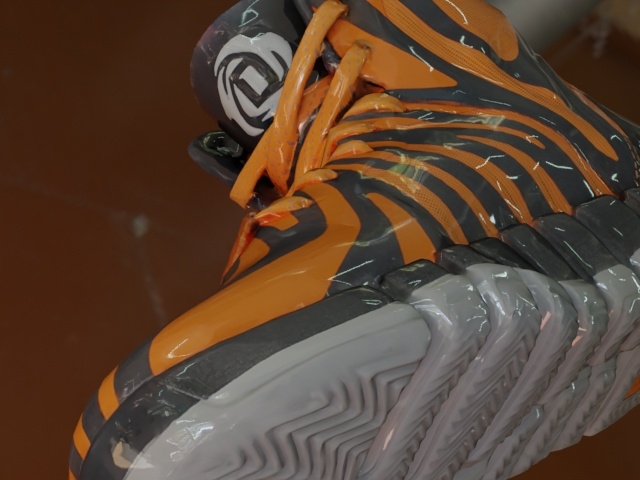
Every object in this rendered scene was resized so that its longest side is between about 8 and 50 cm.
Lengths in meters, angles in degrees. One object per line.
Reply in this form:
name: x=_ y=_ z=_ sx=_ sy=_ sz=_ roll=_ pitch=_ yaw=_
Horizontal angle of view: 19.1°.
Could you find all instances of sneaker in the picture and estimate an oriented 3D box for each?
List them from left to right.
sneaker: x=0.000 y=0.000 z=0.598 sx=0.180 sy=0.124 sz=0.321 roll=42 pitch=28 yaw=20
